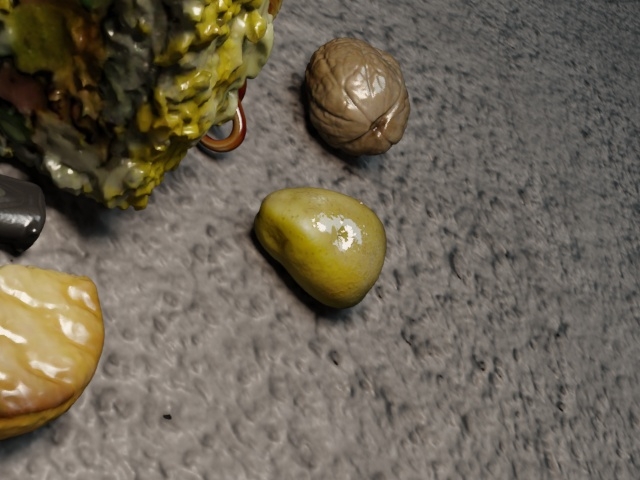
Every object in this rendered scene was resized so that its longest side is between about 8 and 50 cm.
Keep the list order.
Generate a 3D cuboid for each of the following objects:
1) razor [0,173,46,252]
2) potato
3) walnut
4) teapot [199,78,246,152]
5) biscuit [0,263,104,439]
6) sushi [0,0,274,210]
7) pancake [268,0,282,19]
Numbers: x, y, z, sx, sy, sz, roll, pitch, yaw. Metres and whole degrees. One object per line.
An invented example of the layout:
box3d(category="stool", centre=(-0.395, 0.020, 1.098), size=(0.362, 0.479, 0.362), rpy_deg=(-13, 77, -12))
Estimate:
box3d(category="razor", centre=(-0.371, -0.042, 1.119), size=(0.148, 0.054, 0.090), rpy_deg=(19, 45, -37))
box3d(category="potato", centre=(0.000, 0.000, 1.426), size=(0.194, 0.157, 0.157), rpy_deg=(28, 38, -7))
box3d(category="walnut", centre=(0.055, -0.242, 1.682), size=(0.178, 0.178, 0.230), rpy_deg=(26, 30, -30))
box3d(category="teapot", centre=(-0.176, -0.240, 1.470), size=(0.178, 0.135, 0.252), rpy_deg=(28, 44, -80))
box3d(category="biscuit", centre=(-0.342, 0.093, 0.995), size=(0.274, 0.091, 0.213), rpy_deg=(22, 41, -36))
box3d(category="sushi", centre=(-0.240, -0.247, 1.161), size=(0.351, 0.396, 0.240), rpy_deg=(27, 37, 1))
box3d(category="pancake", centre=(-0.186, -0.403, 1.422), size=(0.304, 0.067, 0.427), rpy_deg=(25, 35, -13))
